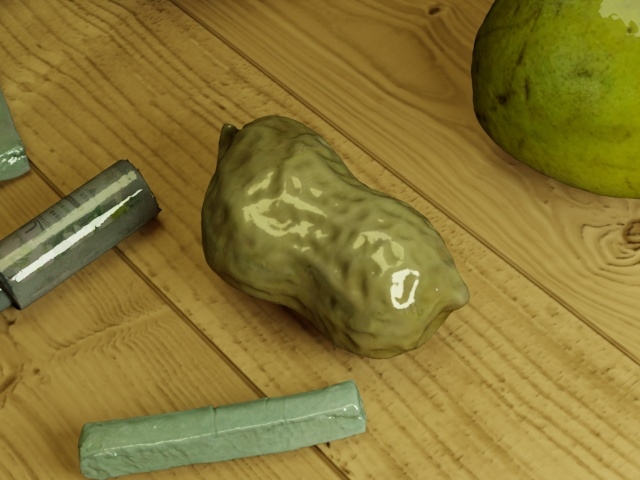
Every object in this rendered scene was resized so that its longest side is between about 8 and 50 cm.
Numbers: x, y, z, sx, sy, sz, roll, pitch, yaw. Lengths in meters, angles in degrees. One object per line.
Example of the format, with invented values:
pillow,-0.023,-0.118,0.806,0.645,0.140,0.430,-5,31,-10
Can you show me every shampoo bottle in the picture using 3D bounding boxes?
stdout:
shampoo bottle,-0.252,0.006,1.475,0.214,0.072,0.072,-36,50,-18

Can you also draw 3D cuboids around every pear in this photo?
pear,0.282,-0.160,1.382,0.307,0.253,0.253,9,50,31

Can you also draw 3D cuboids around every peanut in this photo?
peanut,-0.009,0.003,1.370,0.159,0.143,0.291,-35,52,-19

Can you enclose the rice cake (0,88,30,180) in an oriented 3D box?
rice cake,-0.401,-0.107,1.638,0.189,0.037,0.198,-28,47,-13

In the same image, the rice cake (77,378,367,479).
rice cake,-0.084,0.159,1.310,0.245,0.042,0.045,-9,35,4
